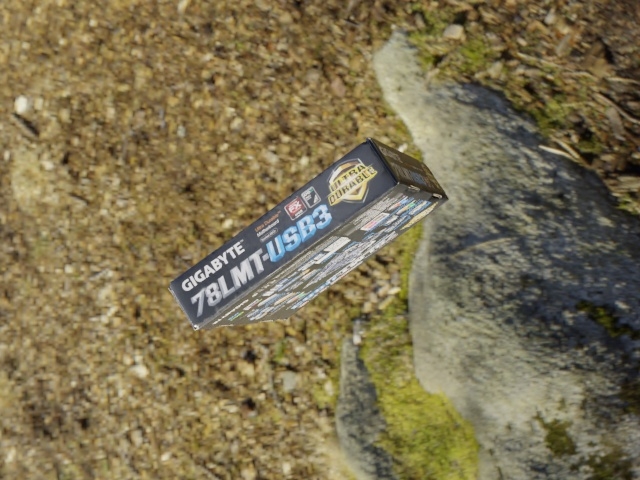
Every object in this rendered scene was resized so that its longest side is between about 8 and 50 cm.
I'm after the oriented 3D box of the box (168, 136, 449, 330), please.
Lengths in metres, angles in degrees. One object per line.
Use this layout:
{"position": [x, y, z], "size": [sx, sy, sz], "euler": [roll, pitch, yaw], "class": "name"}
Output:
{"position": [0.000, 0.000, 1.174], "size": [0.296, 0.293, 0.073], "euler": [-36, 79, 15], "class": "box"}
